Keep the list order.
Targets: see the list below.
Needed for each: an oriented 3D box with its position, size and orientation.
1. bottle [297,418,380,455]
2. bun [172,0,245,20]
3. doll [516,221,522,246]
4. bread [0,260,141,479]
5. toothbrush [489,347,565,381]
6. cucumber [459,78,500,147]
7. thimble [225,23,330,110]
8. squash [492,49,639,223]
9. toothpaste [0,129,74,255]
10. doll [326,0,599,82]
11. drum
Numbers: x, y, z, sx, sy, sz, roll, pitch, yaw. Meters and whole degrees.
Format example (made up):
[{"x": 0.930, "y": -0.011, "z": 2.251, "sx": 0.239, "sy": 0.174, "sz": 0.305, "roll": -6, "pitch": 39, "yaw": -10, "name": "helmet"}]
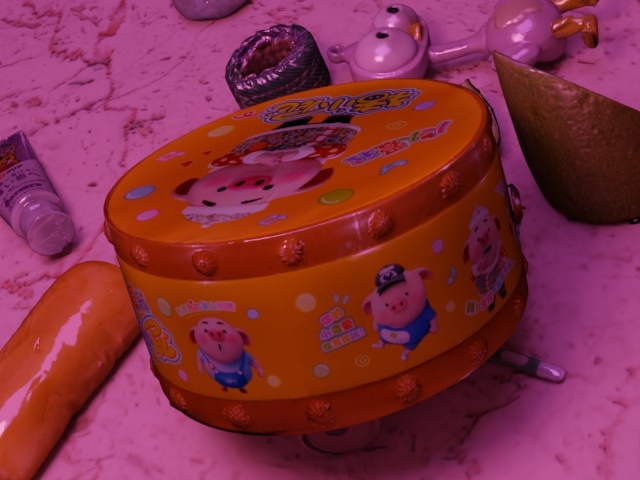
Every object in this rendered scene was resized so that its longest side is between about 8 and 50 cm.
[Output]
[{"x": 0.012, "y": 0.152, "z": 1.328, "sx": 0.099, "sy": 0.099, "sz": 0.152, "roll": -17, "pitch": 41, "yaw": 7, "name": "bottle"}, {"x": -0.169, "y": -0.403, "z": 1.872, "sx": 0.141, "sy": 0.083, "sz": 0.140, "roll": -10, "pitch": 51, "yaw": 13, "name": "bun"}, {"x": 0.205, "y": 0.025, "z": 1.394, "sx": 0.114, "sy": 0.039, "sz": 0.057, "roll": -57, "pitch": 27, "yaw": -17, "name": "doll"}, {"x": -0.330, "y": 0.153, "z": 1.458, "sx": 0.142, "sy": 0.091, "sz": 0.305, "roll": 11, "pitch": 56, "yaw": 35, "name": "bread"}, {"x": 0.150, "y": 0.113, "z": 1.351, "sx": 0.257, "sy": 0.024, "sz": 0.018, "roll": 16, "pitch": 59, "yaw": 30, "name": "toothbrush"}, {"x": 0.197, "y": -0.147, "z": 1.541, "sx": 0.067, "sy": 0.035, "sz": 0.107, "roll": -45, "pitch": 55, "yaw": 25, "name": "cucumber"}, {"x": -0.060, "y": -0.229, "z": 1.677, "sx": 0.135, "sy": 0.090, "sz": 0.118, "roll": -28, "pitch": 45, "yaw": 0, "name": "thimble"}, {"x": 0.305, "y": -0.155, "z": 1.357, "sx": 0.189, "sy": 0.260, "sz": 0.189, "roll": -13, "pitch": 47, "yaw": 14, "name": "squash"}, {"x": -0.424, "y": -0.074, "z": 1.707, "sx": 0.114, "sy": 0.073, "sz": 0.299, "roll": -36, "pitch": 40, "yaw": -11, "name": "toothpaste"}, {"x": 0.183, "y": -0.263, "z": 1.610, "sx": 0.365, "sy": 0.094, "sz": 0.160, "roll": -4, "pitch": 47, "yaw": 17, "name": "doll"}, {"x": 0.000, "y": 0.000, "z": 1.278, "sx": 0.431, "sy": 0.214, "sz": 0.431, "roll": -14, "pitch": 23, "yaw": 6, "name": "drum"}]
